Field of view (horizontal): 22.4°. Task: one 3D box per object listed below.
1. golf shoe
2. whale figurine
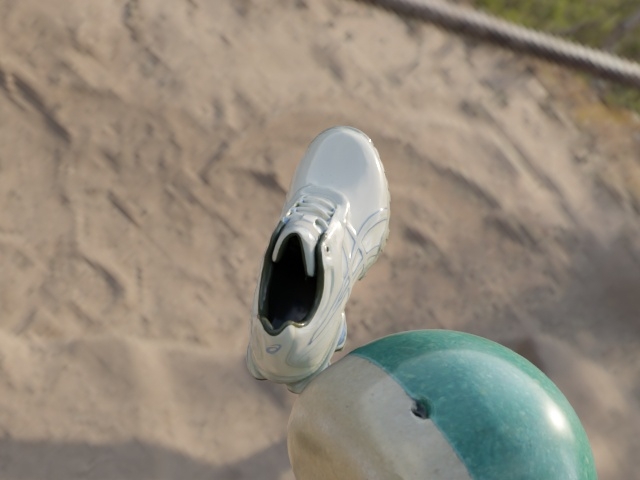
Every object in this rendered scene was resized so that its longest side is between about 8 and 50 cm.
[{"bbox_3d":[0.000,0.000,0.962,0.069,0.086,0.176,9,66,10],"label":"golf shoe"},{"bbox_3d":[0.079,0.160,0.907,0.141,0.272,0.216,-30,52,-16],"label":"whale figurine"}]
